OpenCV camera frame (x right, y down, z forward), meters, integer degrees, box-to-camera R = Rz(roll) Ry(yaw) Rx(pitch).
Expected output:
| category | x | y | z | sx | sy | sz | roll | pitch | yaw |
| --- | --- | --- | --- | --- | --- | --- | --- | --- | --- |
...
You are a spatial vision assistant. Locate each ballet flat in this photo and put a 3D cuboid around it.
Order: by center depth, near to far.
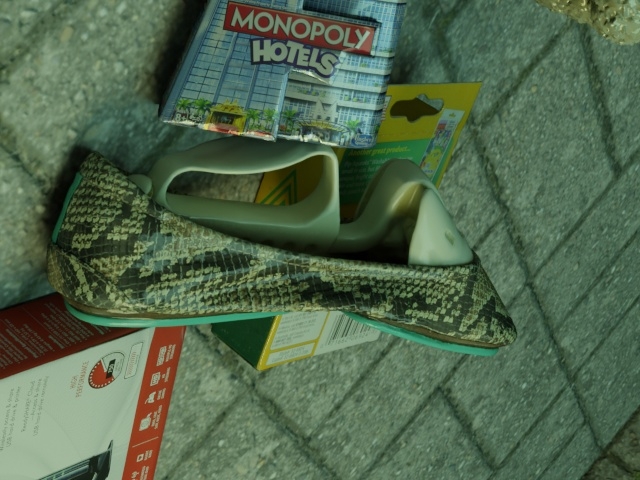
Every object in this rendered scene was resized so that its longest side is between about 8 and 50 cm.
| category | x | y | z | sx | sy | sz | roll | pitch | yaw |
| --- | --- | --- | --- | --- | --- | --- | --- | --- | --- |
| ballet flat | 0.000 | 0.000 | 1.193 | 0.483 | 0.164 | 0.182 | 8 | 107 | -28 |

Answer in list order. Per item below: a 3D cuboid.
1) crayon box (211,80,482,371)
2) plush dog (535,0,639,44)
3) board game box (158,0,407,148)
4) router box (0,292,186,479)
| category | x | y | z | sx | sy | sz | roll | pitch | yaw |
| --- | --- | --- | --- | --- | --- | --- | --- | --- | --- |
| crayon box | 0.026 | -0.034 | 1.373 | 0.203 | 0.083 | 0.322 | -9 | 128 | -49 |
| plush dog | 0.237 | -0.340 | 1.312 | 0.225 | 0.211 | 0.262 | 58 | 42 | -42 |
| board game box | -0.025 | -0.182 | 1.109 | 0.194 | 0.060 | 0.194 | 8 | 109 | -10 |
| router box | -0.284 | 0.217 | 1.201 | 0.301 | 0.082 | 0.335 | -19 | 134 | -44 |
